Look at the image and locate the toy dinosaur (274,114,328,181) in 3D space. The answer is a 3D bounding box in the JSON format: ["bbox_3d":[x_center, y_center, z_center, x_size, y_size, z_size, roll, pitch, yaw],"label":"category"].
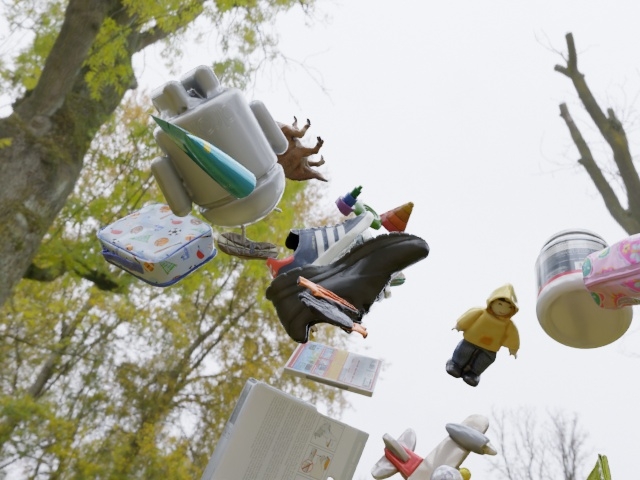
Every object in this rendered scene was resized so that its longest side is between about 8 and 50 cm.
[{"bbox_3d":[-0.104,-0.254,1.507,0.295,0.201,0.127,57,-11,4],"label":"toy dinosaur"}]

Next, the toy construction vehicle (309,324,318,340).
[{"bbox_3d":[-0.048,0.220,1.348,0.085,0.035,0.098,53,-25,3],"label":"toy construction vehicle"}]

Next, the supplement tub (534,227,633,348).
[{"bbox_3d":[0.603,0.104,1.224,0.191,0.272,0.191,10,-60,17],"label":"supplement tub"}]

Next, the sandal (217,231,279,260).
[{"bbox_3d":[-0.208,0.028,1.494,0.180,0.072,0.049,13,-34,-1],"label":"sandal"}]

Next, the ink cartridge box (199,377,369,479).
[{"bbox_3d":[-0.072,0.409,0.893,0.239,0.274,0.060,31,-16,-20],"label":"ink cartridge box"}]

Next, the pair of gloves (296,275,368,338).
[{"bbox_3d":[0.010,0.064,0.507,0.074,0.083,0.010,29,-80,-9],"label":"pair of gloves"}]

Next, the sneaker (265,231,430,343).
[{"bbox_3d":[0.058,0.082,0.882,0.287,0.130,0.109,-24,-22,0],"label":"sneaker"}]

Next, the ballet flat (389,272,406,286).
[{"bbox_3d":[0.229,0.139,1.968,0.091,0.077,0.241,-38,-25,33],"label":"ballet flat"}]

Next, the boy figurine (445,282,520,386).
[{"bbox_3d":[0.438,0.242,1.357,0.177,0.092,0.285,30,-65,13],"label":"boy figurine"}]

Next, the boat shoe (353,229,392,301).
[{"bbox_3d":[0.106,0.078,1.254,0.099,0.116,0.319,-18,-26,4],"label":"boat shoe"}]

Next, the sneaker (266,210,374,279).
[{"bbox_3d":[0.000,0.000,1.396,0.148,0.350,0.131,41,-35,13],"label":"sneaker"}]

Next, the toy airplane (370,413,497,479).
[{"bbox_3d":[0.323,0.677,1.473,0.385,0.385,0.272,-1,-36,2],"label":"toy airplane"}]

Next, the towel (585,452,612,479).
[{"bbox_3d":[0.501,0.498,0.948,0.021,0.237,0.102,22,-65,15],"label":"towel"}]

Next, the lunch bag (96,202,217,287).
[{"bbox_3d":[-0.462,0.010,1.463,0.304,0.243,0.114,19,-49,32],"label":"lunch bag"}]

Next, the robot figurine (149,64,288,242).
[{"bbox_3d":[-0.204,-0.173,1.085,0.200,0.300,0.353,11,-46,58],"label":"robot figurine"}]

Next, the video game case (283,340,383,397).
[{"bbox_3d":[0.046,0.407,1.693,0.286,0.204,0.025,13,-71,12],"label":"video game case"}]

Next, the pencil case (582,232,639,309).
[{"bbox_3d":[0.566,0.038,0.869,0.124,0.124,0.284,14,-17,-6],"label":"pencil case"}]

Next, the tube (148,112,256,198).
[{"bbox_3d":[-0.173,-0.128,0.807,0.080,0.052,0.207,23,-8,29],"label":"tube"}]

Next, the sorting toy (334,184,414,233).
[{"bbox_3d":[0.204,-0.114,1.768,0.366,0.127,0.126,16,-57,-46],"label":"sorting toy"}]
